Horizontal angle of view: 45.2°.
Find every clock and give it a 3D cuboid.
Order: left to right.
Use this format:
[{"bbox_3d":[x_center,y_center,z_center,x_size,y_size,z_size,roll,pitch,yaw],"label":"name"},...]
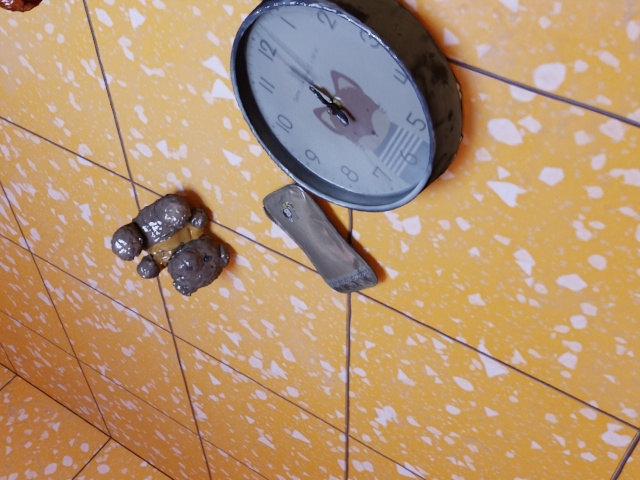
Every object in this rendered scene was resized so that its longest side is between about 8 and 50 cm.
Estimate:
[{"bbox_3d":[0.025,-0.177,0.991,0.325,0.067,0.325,26,143,21],"label":"clock"}]

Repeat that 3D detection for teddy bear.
[{"bbox_3d":[-0.264,0.009,1.427,0.190,0.177,0.140,49,-170,-10],"label":"teddy bear"}]

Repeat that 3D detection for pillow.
[{"bbox_3d":[0.000,0.000,1.237,0.217,0.033,0.130,51,146,-14],"label":"pillow"}]

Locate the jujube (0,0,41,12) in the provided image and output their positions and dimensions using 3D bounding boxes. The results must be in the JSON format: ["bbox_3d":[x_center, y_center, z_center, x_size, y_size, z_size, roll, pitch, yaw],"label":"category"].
[{"bbox_3d":[-0.501,-0.436,1.194,0.176,0.109,0.112,43,110,13],"label":"jujube"}]
